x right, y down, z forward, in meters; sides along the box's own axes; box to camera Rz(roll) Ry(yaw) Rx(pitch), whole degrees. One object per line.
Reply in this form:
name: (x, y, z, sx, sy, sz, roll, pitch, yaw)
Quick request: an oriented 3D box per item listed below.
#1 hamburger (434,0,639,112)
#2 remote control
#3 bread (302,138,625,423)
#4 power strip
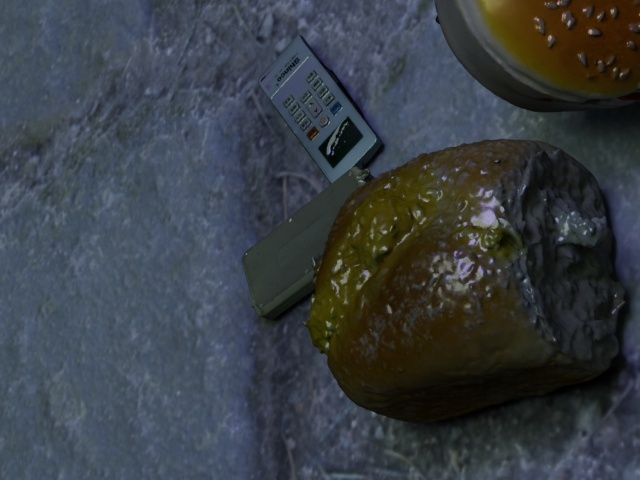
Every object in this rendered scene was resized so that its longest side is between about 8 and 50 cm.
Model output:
hamburger: (0.201, -0.243, 1.512, 0.151, 0.227, 0.295, -22, 57, 61)
remote control: (0.001, -0.121, 1.764, 0.065, 0.029, 0.166, -46, 52, 14)
bread: (0.110, 0.024, 1.496, 0.246, 0.176, 0.196, -19, 61, 35)
power strip: (0.000, 0.000, 1.708, 0.169, 0.028, 0.076, -36, 50, 26)
